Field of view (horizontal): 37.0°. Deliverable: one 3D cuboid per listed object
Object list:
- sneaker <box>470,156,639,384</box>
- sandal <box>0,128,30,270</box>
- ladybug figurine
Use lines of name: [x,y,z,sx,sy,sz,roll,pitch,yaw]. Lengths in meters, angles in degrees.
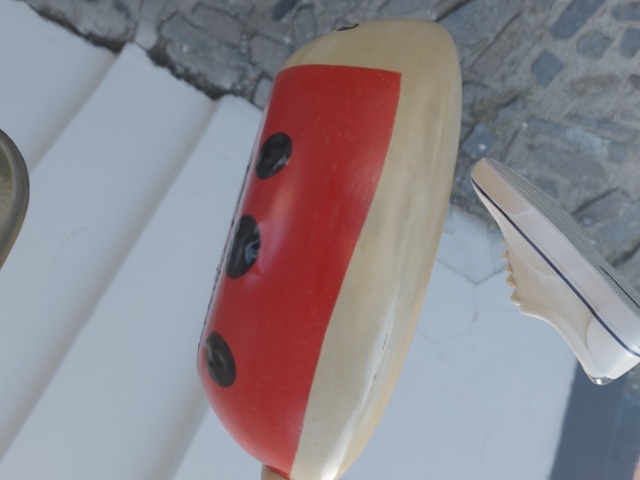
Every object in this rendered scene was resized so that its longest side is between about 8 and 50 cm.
sneaker: [0.216,0.026,0.929,0.094,0.258,0.091,10,128,-49]
sandal: [-0.156,0.041,0.318,0.090,0.219,0.060,31,151,-18]
ladybug figurine: [0.000,0.000,0.857,0.162,0.449,0.305,16,164,-8]
